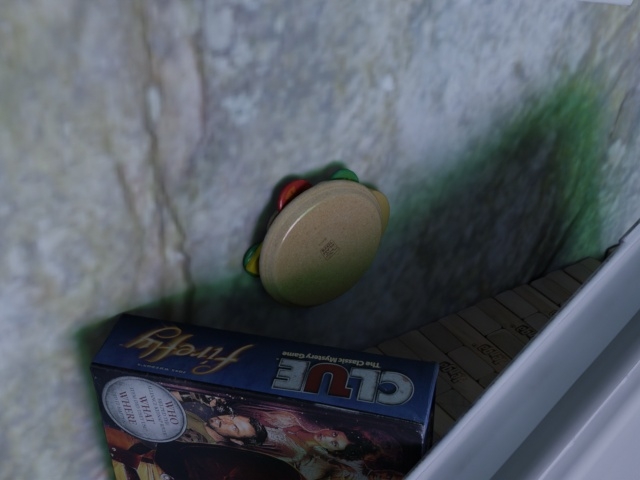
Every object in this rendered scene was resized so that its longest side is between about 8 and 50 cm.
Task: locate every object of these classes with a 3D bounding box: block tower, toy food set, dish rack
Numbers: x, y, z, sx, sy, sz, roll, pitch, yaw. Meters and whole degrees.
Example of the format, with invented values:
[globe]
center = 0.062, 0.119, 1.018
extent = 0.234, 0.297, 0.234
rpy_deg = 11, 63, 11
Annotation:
[block tower]
center = 0.142, 0.096, 0.636
extent = 0.335, 0.097, 0.091
rpy_deg = -19, 129, -29
[toy food set]
center = 0.000, 0.000, 0.507
extent = 0.082, 0.020, 0.083
rpy_deg = 27, 101, -45
[dish rack]
center = 0.150, 0.154, 0.519
extent = 0.333, 0.072, 0.286
rpy_deg = -41, 141, -22

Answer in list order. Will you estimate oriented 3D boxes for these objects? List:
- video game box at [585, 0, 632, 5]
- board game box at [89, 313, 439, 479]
[video game box]
center = 0.109, -0.216, 0.423
extent = 0.187, 0.048, 0.205
rpy_deg = -8, 124, -37
[board game box]
center = -0.024, 0.156, 0.506
extent = 0.042, 0.165, 0.243
rpy_deg = -67, 160, -51
